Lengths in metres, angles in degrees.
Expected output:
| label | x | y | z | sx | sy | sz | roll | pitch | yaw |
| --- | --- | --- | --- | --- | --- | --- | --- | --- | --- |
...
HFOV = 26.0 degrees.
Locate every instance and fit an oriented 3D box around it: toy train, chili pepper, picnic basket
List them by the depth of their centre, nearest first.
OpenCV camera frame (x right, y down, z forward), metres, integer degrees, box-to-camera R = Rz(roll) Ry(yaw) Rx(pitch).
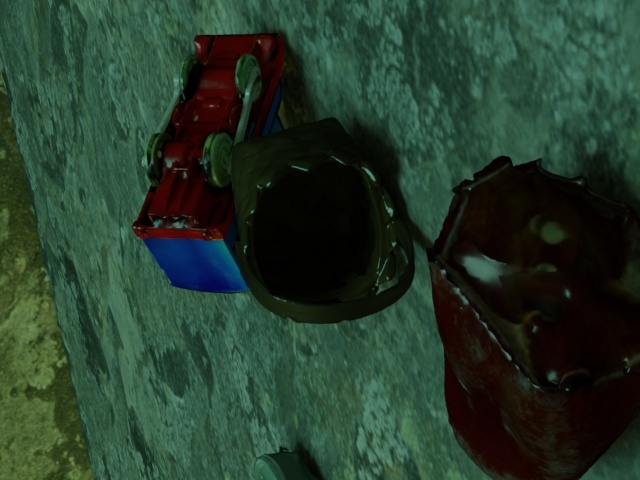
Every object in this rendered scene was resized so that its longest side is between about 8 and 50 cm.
| label | x | y | z | sx | sy | sz | roll | pitch | yaw |
| --- | --- | --- | --- | --- | --- | --- | --- | --- | --- |
| chili pepper | 0.130 | 0.080 | 0.824 | 0.144 | 0.136 | 0.253 | 17 | 146 | 13 |
| picnic basket | 0.000 | 0.000 | 1.029 | 0.178 | 0.128 | 0.138 | -111 | 9 | -57 |
| toy train | -0.084 | -0.069 | 1.154 | 0.131 | 0.083 | 0.204 | 64 | -145 | -49 |

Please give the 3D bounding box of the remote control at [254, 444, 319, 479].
| label | x | y | z | sx | sy | sz | roll | pitch | yaw |
| --- | --- | --- | --- | --- | --- | --- | --- | --- | --- |
| remote control | 0.000 | 0.310 | 1.340 | 0.247 | 0.052 | 0.104 | 59 | 155 | 34 |
